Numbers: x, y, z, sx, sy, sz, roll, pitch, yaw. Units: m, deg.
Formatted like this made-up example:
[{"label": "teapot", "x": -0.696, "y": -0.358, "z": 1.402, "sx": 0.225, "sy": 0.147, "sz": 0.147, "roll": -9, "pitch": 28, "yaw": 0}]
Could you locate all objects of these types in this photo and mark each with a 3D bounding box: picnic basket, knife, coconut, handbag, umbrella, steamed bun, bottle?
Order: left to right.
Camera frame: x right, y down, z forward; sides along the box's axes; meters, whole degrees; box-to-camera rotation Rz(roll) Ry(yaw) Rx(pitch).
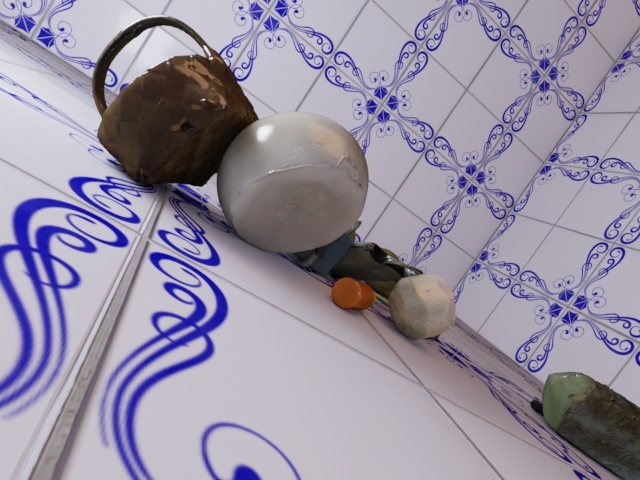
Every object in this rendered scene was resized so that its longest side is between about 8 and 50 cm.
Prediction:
[{"label": "picnic basket", "x": -0.322, "y": -0.291, "z": 0.882, "sx": 0.337, "sy": 0.293, "sz": 0.337, "roll": 50, "pitch": 9, "yaw": -11}, {"label": "steamed bun", "x": -0.060, "y": -0.129, "z": 0.927, "sx": 0.324, "sy": 0.324, "sz": 0.206, "roll": 30, "pitch": 37, "yaw": -42}, {"label": "bottle", "x": 0.086, "y": 0.126, "z": 0.971, "sx": 0.069, "sy": 0.069, "sz": 0.187, "roll": 36, "pitch": 3, "yaw": 25}, {"label": "knife", "x": 0.148, "y": 0.157, "z": 1.396, "sx": 0.293, "sy": 0.020, "sz": 0.043, "roll": 34, "pitch": 6, "yaw": 7}, {"label": "handbag", "x": 0.151, "y": 0.052, "z": 1.219, "sx": 0.315, "sy": 0.109, "sz": 0.241, "roll": -2, "pitch": -22, "yaw": 45}, {"label": "coconut", "x": 0.265, "y": 0.168, "z": 1.088, "sx": 0.162, "sy": 0.161, "sz": 0.161, "roll": -7, "pitch": 17, "yaw": -14}, {"label": "umbrella", "x": 0.693, "y": 0.528, "z": 1.299, "sx": 0.133, "sy": 0.031, "sz": 0.036, "roll": 34, "pitch": 30, "yaw": -4}]

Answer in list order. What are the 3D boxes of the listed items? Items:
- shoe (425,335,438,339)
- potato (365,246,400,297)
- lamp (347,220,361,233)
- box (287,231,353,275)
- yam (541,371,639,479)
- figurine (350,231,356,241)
[{"label": "shoe", "x": 0.303, "y": 0.229, "z": 1.306, "sx": 0.137, "sy": 0.095, "sz": 0.245, "roll": 33, "pitch": 0, "yaw": 28}, {"label": "potato", "x": 0.235, "y": 0.121, "z": 1.613, "sx": 0.235, "sy": 0.160, "sz": 0.178, "roll": 47, "pitch": 25, "yaw": -15}, {"label": "lamp", "x": 0.035, "y": -0.031, "z": 1.527, "sx": 0.124, "sy": 0.203, "sz": 0.283, "roll": 59, "pitch": 12, "yaw": 29}, {"label": "box", "x": -0.029, "y": -0.020, "z": 1.145, "sx": 0.227, "sy": 0.162, "sz": 0.130, "roll": 38, "pitch": -4, "yaw": 45}, {"label": "yam", "x": 0.756, "y": 0.492, "z": 1.183, "sx": 0.271, "sy": 0.201, "sz": 0.202, "roll": 28, "pitch": 3, "yaw": 1}, {"label": "figurine", "x": 0.021, "y": -0.031, "z": 1.890, "sx": 0.187, "sy": 0.168, "sz": 0.315, "roll": 46, "pitch": 16, "yaw": 13}]
